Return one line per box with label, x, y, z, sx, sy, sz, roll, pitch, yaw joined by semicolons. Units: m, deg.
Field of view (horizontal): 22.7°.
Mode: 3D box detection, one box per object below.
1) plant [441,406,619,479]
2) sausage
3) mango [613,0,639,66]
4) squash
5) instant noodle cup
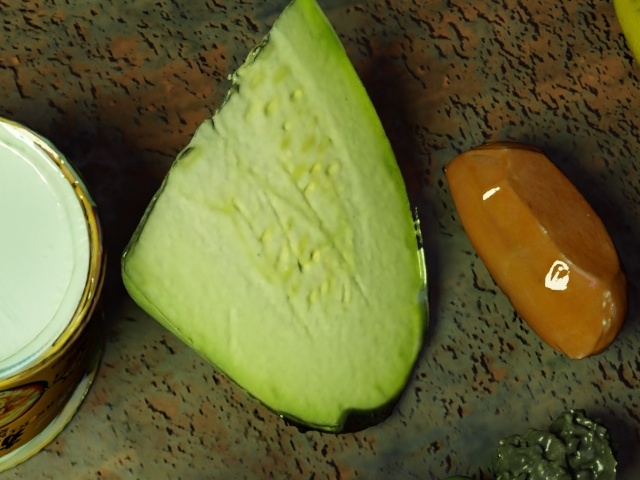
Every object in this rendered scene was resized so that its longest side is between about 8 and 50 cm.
plant;0.127;0.169;1.060;0.174;0.085;0.087;-23;119;-24
sausage;0.154;0.000;1.122;0.089;0.089;0.179;-25;71;-23
mango;0.296;-0.171;1.220;0.137;0.098;0.195;-22;72;-20
squash;0.000;0.000;1.038;0.155;0.204;0.237;25;63;18
instant noodle cup;-0.222;0.025;0.948;0.216;0.172;0.215;5;72;-16
